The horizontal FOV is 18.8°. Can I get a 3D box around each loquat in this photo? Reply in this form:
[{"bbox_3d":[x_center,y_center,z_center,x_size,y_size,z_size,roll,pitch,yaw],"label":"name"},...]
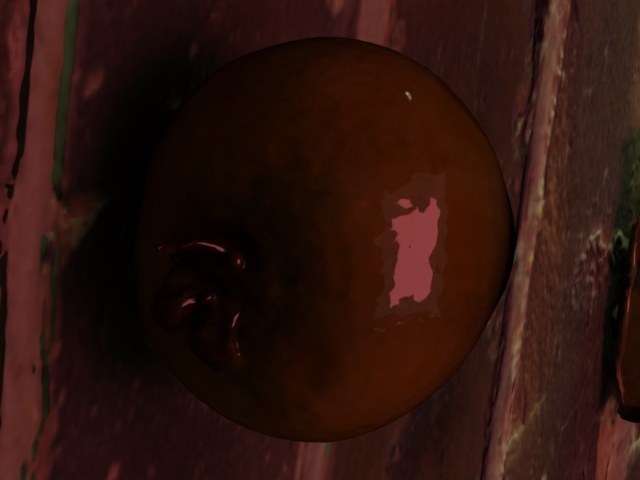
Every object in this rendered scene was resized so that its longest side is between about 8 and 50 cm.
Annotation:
[{"bbox_3d":[0.000,0.000,0.721,0.163,0.137,0.163,-49,159,-27],"label":"loquat"}]

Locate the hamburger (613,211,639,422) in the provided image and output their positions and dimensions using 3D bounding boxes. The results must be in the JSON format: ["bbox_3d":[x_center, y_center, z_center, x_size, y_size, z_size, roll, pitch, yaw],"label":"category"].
[{"bbox_3d":[0.280,0.019,1.300,0.135,0.155,0.207,-37,125,-60],"label":"hamburger"}]
